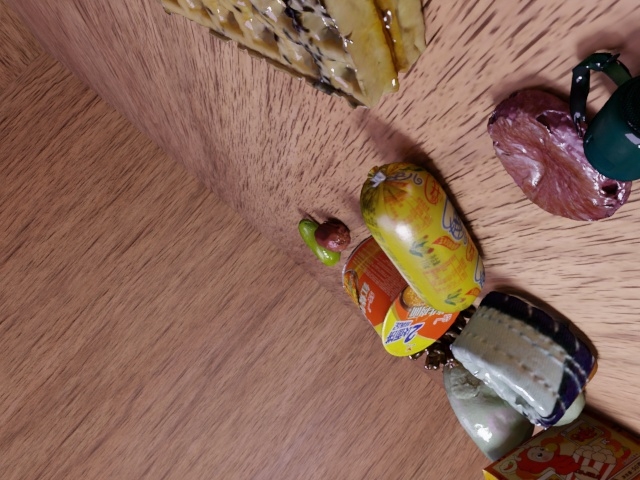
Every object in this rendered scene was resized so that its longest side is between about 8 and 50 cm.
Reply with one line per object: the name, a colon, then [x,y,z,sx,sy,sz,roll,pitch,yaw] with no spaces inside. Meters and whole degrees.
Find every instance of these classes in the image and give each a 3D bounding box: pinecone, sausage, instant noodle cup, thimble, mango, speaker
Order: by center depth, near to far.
speaker: [0.218,-0.091,0.430,0.094,0.060,0.075,38,169,14]
sausage: [0.164,0.005,0.895,0.123,0.123,0.347,30,167,47]
thimble: [0.346,0.202,1.024,0.237,0.150,0.237,39,172,7]
instant noodle cup: [0.155,0.090,1.150,0.174,0.213,0.213,44,176,43]
pinecone: [0.255,0.194,1.271,0.179,0.195,0.150,19,127,-3]
sausage: [0.030,-0.010,1.510,0.076,0.076,0.141,44,169,-21]
mango: [0.000,0.000,1.690,0.165,0.074,0.091,54,172,-13]

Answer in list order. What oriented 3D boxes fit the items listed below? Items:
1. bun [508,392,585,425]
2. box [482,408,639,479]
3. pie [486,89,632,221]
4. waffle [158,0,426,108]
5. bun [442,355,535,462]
bun: [0.450,0.313,1.235,0.195,0.118,0.195,42,172,8]
box: [0.548,0.542,1.230,0.214,0.283,0.259,67,165,-18]
pie: [0.220,-0.076,0.556,0.153,0.038,0.153,41,170,8]
waffle: [-0.085,-0.286,0.548,0.376,0.114,0.261,35,169,29]
bun: [0.431,0.377,1.409,0.293,0.187,0.293,48,-161,-22]
